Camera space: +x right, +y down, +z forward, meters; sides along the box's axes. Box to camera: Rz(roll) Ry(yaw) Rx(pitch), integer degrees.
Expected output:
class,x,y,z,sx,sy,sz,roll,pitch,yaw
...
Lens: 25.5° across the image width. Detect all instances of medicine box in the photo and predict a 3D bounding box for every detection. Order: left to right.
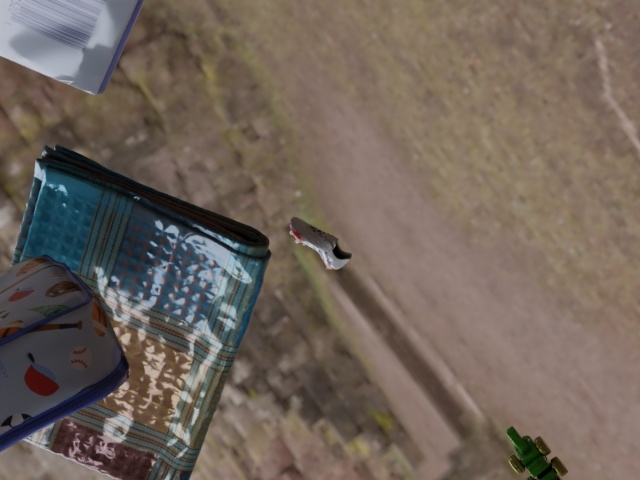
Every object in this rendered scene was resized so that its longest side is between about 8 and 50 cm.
class,x,y,z,sx,sy,sz,roll,pitch,yaw
medicine box,-0.217,-0.346,1.445,0.149,0.289,0.263,24,150,-10

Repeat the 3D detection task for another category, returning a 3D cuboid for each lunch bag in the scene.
class,x,y,z,sx,sy,sz,roll,pitch,yaw
lunch bag,-0.328,0.121,1.372,0.115,0.243,0.303,65,163,-15

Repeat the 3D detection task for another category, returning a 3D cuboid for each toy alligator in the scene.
class,x,y,z,sx,sy,sz,roll,pitch,yaw
toy alligator,0.319,0.331,1.977,0.189,0.056,0.051,51,-172,-5

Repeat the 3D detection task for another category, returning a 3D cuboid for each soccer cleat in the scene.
class,x,y,z,sx,sy,sz,roll,pitch,yaw
soccer cleat,0.000,0.000,1.574,0.083,0.036,0.029,45,-139,-21

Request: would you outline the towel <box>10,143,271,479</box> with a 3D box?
class,x,y,z,sx,sy,sz,roll,pitch,yaw
towel,-0.227,0.104,1.565,0.271,0.370,0.040,22,-153,3
